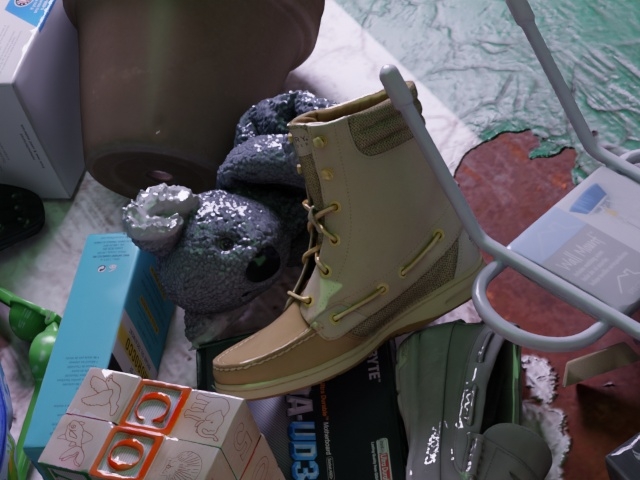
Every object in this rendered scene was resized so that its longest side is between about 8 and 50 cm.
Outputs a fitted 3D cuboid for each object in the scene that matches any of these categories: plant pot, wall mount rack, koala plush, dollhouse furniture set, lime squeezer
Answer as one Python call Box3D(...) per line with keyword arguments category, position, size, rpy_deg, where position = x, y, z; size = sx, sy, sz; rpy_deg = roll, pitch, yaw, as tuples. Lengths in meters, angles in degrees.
Box3D(category="plant pot", position=(-0.139, -0.161, 1.760), size=(0.263, 0.263, 0.229), rpy_deg=(0, 68, 20))
Box3D(category="wall mount rack", position=(0.215, -0.062, 1.490), size=(0.304, 0.130, 0.350), rpy_deg=(32, 40, 20))
Box3D(category="koala plush", position=(-0.061, -0.011, 1.617), size=(0.221, 0.196, 0.203), rpy_deg=(-39, 36, -16))
Box3D(category="dollhouse furniture set", position=(0.271, 0.120, 1.485), size=(0.114, 0.091, 0.081), rpy_deg=(-23, 83, 30))
Box3D(category="lime squeezer", position=(-0.278, 0.106, 1.682), size=(0.110, 0.059, 0.310), rpy_deg=(-48, 42, 20))

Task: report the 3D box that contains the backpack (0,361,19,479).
Box3D(category="backpack", position=(-0.409, 0.150, 1.566), size=(0.290, 0.273, 0.355), rpy_deg=(-21, 59, -7))

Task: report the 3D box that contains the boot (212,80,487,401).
Box3D(category="boot", position=(0.000, 0.000, 1.474), size=(0.262, 0.203, 0.095), rpy_deg=(-27, 19, -16))

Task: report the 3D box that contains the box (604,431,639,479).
Box3D(category="box", position=(0.366, 0.172, 1.368), size=(0.231, 0.056, 0.183), rpy_deg=(-33, 47, -11))

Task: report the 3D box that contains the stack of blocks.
Box3D(category="stack of blocks", position=(-0.104, 0.222, 1.324), size=(0.171, 0.297, 0.087), rpy_deg=(8, 53, 25))

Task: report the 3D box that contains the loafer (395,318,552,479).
Box3D(category="loafer", position=(0.127, 0.184, 1.406), size=(0.111, 0.112, 0.319), rpy_deg=(-19, 44, 15))

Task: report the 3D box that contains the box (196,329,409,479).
Box3D(category="box", position=(-0.015, 0.167, 1.516), size=(0.175, 0.051, 0.220), rpy_deg=(-13, 45, 8))

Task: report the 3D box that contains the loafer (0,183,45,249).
Box3D(category="loafer", position=(-0.389, -0.005, 1.797), size=(0.223, 0.078, 0.076), rpy_deg=(-13, 71, -13))

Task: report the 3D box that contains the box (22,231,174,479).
Box3D(category="box", position=(-0.193, 0.114, 1.596), size=(0.060, 0.100, 0.244), rpy_deg=(-4, 48, 16))

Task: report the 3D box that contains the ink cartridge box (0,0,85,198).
Box3D(category="ink cartridge box", position=(-0.365, -0.157, 1.863), size=(0.232, 0.168, 0.171), rpy_deg=(1, 49, 21))
